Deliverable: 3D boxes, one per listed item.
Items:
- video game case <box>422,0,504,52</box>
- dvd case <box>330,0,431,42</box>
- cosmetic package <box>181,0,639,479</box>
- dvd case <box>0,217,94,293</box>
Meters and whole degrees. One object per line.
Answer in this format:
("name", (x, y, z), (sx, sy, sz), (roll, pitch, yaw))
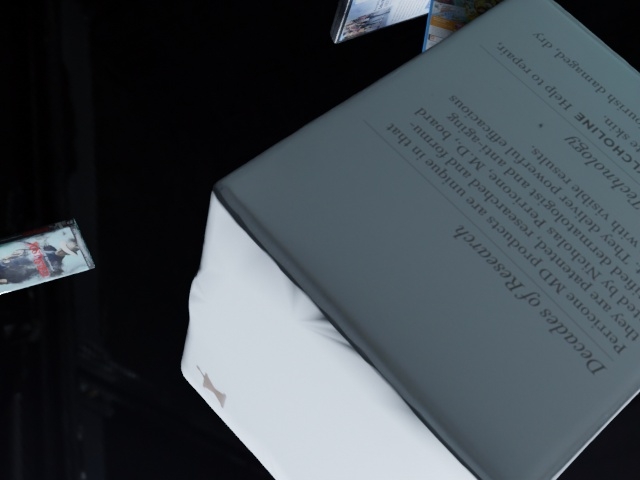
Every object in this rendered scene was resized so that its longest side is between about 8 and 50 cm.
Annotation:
("video game case", (0.187, -0.254, 1.288), (0.166, 0.119, 0.015), (95, -160, -48))
("dvd case", (0.140, -0.332, 1.380), (0.180, 0.253, 0.022), (121, 128, -78))
("cosmetic package", (0.131, 0.052, 0.962), (0.327, 0.393, 0.329), (45, 150, 16))
("dvd case", (-0.337, 0.019, 1.263), (0.087, 0.119, 0.013), (81, 170, -51))
